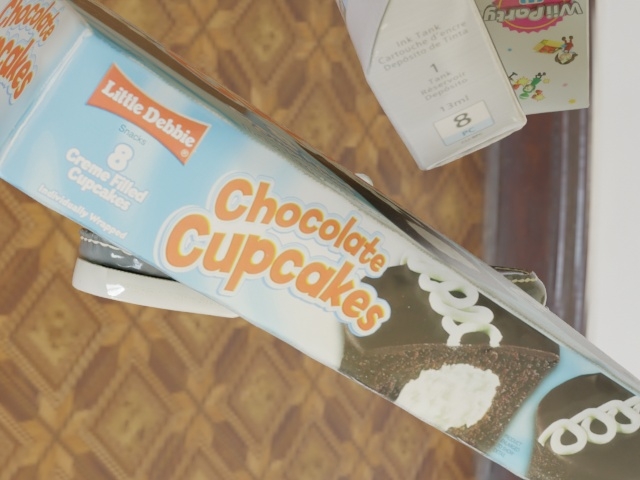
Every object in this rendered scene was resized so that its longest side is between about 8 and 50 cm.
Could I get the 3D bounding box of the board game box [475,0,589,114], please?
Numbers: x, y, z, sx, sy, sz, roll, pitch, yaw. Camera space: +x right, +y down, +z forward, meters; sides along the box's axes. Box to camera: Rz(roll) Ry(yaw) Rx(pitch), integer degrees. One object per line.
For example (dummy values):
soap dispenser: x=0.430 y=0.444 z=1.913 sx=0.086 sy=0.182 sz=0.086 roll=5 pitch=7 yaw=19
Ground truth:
board game box: x=0.153 y=-0.278 z=1.076 sx=0.303 sy=0.097 sz=0.224 roll=72 pitch=13 yaw=-53

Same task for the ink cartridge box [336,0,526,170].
ink cartridge box: x=0.000 y=-0.256 z=0.832 sx=0.385 sy=0.091 sz=0.308 roll=47 pitch=22 yaw=-60

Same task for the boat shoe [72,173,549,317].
boat shoe: x=0.007 y=0.004 z=0.858 sx=0.319 sy=0.116 sz=0.099 roll=7 pitch=92 yaw=-18

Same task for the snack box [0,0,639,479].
snack box: x=0.000 y=0.000 z=0.560 sx=0.322 sy=0.187 sz=0.060 roll=32 pitch=96 yaw=-30
